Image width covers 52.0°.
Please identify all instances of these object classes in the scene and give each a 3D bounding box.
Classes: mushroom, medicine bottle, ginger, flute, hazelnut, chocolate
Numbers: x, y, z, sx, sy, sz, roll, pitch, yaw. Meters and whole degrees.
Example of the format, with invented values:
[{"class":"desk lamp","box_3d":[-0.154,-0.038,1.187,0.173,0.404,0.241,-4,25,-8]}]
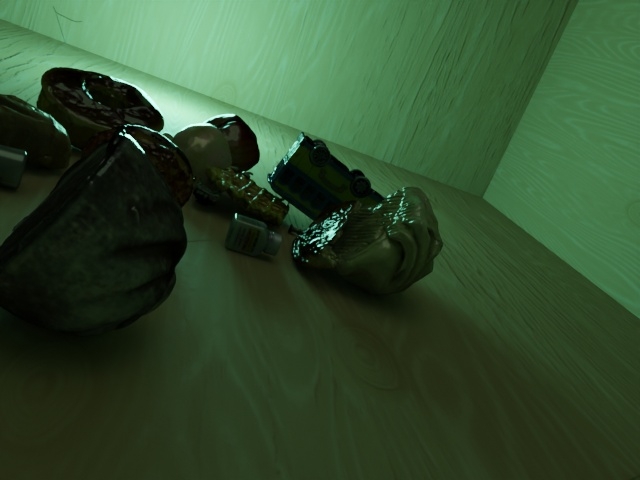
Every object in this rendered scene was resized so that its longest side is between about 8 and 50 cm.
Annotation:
[{"class":"mushroom","box_3d":[-0.370,-0.251,1.826,0.236,0.162,0.173,25,15,13]},{"class":"medicine bottle","box_3d":[-0.151,-0.006,1.492,0.118,0.074,0.055,19,16,-17]},{"class":"medicine bottle","box_3d":[-0.653,-0.154,1.287,0.130,0.080,0.080,15,18,-26]},{"class":"ginger","box_3d":[-0.675,-0.246,1.392,0.190,0.126,0.354,59,15,16]},{"class":"flute","box_3d":[0.024,0.007,1.771,0.233,0.027,0.027,20,16,-7]},{"class":"hazelnut","box_3d":[-0.299,-0.306,2.070,0.212,0.181,0.181,48,7,35]},{"class":"chocolate","box_3d":[-0.304,0.017,0.918,0.213,0.303,0.303,44,7,-24]}]

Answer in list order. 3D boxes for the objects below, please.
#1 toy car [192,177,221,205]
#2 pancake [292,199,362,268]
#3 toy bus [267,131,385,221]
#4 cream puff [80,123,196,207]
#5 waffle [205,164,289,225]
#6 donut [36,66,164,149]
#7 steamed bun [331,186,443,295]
[{"class":"toy car","box_3d":[-0.297,-0.118,1.693,0.069,0.055,0.142,30,5,-11]},{"class":"pancake","box_3d":[0.000,0.000,1.573,0.056,0.212,0.257,51,43,-17]},{"class":"toy bus","box_3d":[0.021,-0.146,1.849,0.312,0.190,0.152,36,9,-13]},{"class":"cream puff","box_3d":[-0.380,-0.128,1.364,0.240,0.240,0.164,20,47,-9]},{"class":"waffle","box_3d":[-0.184,-0.119,1.764,0.280,0.060,0.262,23,18,-48]},{"class":"donut","box_3d":[-0.596,-0.339,1.776,0.330,0.160,0.330,23,37,-18]},{"class":"steamed bun","box_3d":[0.173,0.032,1.575,0.207,0.268,0.280,53,20,-24]}]
